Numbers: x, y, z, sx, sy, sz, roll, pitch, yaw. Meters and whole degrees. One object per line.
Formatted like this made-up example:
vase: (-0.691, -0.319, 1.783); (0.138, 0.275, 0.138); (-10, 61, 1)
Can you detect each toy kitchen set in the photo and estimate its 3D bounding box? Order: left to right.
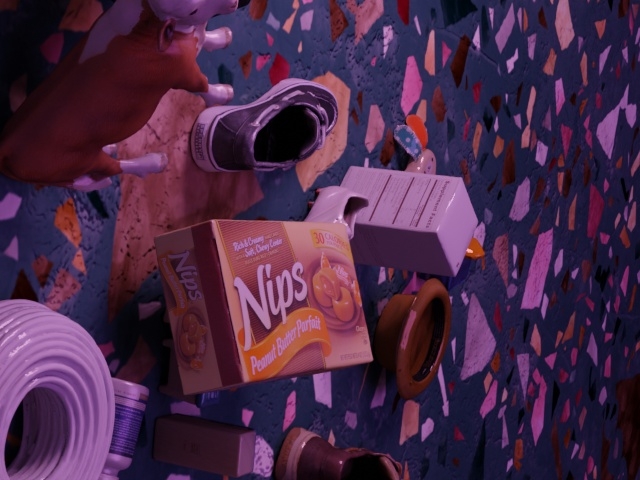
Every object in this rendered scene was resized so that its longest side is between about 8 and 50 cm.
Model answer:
toy kitchen set: (-0.101, 0.164, 1.755); (0.166, 0.122, 0.207); (-4, 101, -61)

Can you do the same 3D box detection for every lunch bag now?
lunch bag: (0.200, 0.036, 2.342); (0.098, 0.065, 0.067); (-26, 135, -58)

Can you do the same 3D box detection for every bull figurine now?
bull figurine: (-0.181, -0.157, 1.399); (0.188, 0.310, 0.101); (17, 42, -56)

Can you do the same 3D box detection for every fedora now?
fedora: (0.136, 0.147, 2.235); (0.194, 0.079, 0.194); (-37, 135, -51)

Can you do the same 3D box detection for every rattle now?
rattle: (0.181, -0.082, 2.208); (0.130, 0.142, 0.200); (2, 101, -43)

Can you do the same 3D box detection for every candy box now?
candy box: (-0.059, 0.073, 1.697); (0.316, 0.087, 0.183); (0, 76, -61)

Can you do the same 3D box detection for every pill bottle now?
pill bottle: (-0.234, 0.212, 1.580); (0.067, 0.067, 0.120); (33, 68, -59)

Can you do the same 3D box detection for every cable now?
cable: (-0.303, 0.185, 1.421); (0.257, 0.089, 0.257); (-57, 143, -39)

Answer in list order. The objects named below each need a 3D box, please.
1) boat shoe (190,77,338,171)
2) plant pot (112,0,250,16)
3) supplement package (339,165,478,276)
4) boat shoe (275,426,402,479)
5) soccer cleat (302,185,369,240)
boat shoe: (-0.039, -0.142, 1.814); (0.301, 0.102, 0.108); (-19, 113, -59)
plant pot: (-0.149, -0.319, 1.452); (0.187, 0.188, 0.167); (-25, 142, -28)
supplement package: (0.116, -0.028, 2.048); (0.105, 0.179, 0.105); (-64, 147, -30)
boat shoe: (0.058, 0.361, 2.097); (0.342, 0.123, 0.123); (47, 56, -55)
soccer cleat: (0.000, 0.000, 1.949); (0.196, 0.076, 0.068); (-61, 145, -34)
